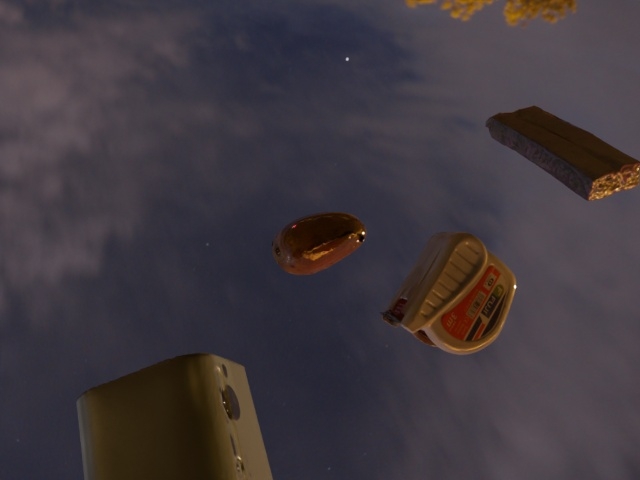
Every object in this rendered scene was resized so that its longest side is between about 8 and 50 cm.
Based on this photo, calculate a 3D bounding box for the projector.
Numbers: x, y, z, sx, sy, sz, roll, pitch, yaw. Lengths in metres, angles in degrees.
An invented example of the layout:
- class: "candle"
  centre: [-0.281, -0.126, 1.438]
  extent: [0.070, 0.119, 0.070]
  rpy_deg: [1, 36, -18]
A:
- class: "projector"
  centre: [-0.238, 0.357, 0.868]
  extent: [0.249, 0.248, 0.249]
  rpy_deg: [-22, -116, 4]

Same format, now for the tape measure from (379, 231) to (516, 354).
- class: "tape measure"
  centre: [0.293, 0.125, 1.150]
  extent: [0.265, 0.130, 0.258]
  rpy_deg: [37, -103, -19]

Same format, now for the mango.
- class: "mango"
  centre: [0.000, 0.000, 1.255]
  extent: [0.236, 0.166, 0.136]
  rpy_deg: [-20, -99, -18]

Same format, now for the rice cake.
- class: "rice cake"
  centre: [0.407, -0.160, 0.879]
  extent: [0.106, 0.050, 0.297]
  rpy_deg: [-15, -145, -8]
